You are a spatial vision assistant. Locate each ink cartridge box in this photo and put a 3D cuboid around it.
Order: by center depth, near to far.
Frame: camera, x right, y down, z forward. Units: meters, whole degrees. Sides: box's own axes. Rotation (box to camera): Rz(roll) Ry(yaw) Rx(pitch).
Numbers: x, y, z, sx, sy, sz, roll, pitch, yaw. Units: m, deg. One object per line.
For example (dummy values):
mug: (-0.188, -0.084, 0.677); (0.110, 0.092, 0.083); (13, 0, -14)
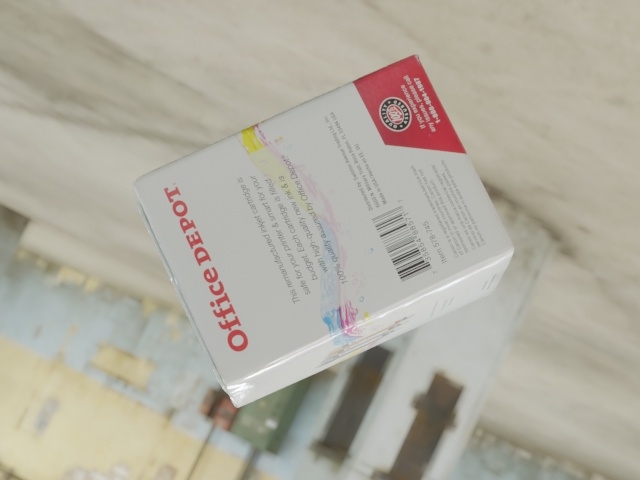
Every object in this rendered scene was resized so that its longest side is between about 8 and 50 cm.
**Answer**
ink cartridge box: (0.000, 0.000, 0.896); (0.127, 0.176, 0.128); (93, 153, -77)
